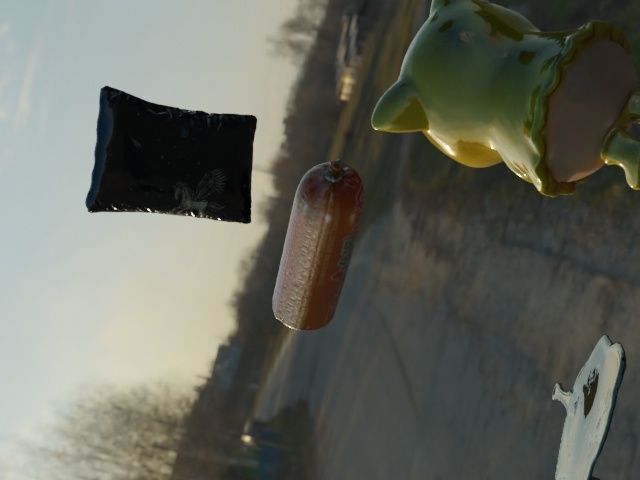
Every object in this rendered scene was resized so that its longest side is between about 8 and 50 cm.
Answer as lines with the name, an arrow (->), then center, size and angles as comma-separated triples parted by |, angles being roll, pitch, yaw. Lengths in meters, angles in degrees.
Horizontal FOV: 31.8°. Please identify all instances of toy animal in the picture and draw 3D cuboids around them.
toy animal -> 0.164, -0.114, 0.886 | 0.156, 0.230, 0.156 | -38, -40, -42

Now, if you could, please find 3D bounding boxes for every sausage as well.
sausage -> 0.000, 0.000, 1.462 | 0.312, 0.093, 0.093 | 105, 179, -52

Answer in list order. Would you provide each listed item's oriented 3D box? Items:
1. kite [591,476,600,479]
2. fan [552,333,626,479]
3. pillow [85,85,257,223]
kite -> 0.441, 0.393, 1.764 | 0.002, 0.078, 0.044 | -59, -3, 36
fan -> 0.217, 0.141, 0.949 | 0.220, 0.009, 0.132 | -18, -53, -88
pillow -> -0.165, -0.090, 1.285 | 0.055, 0.208, 0.141 | 1, 85, 55
